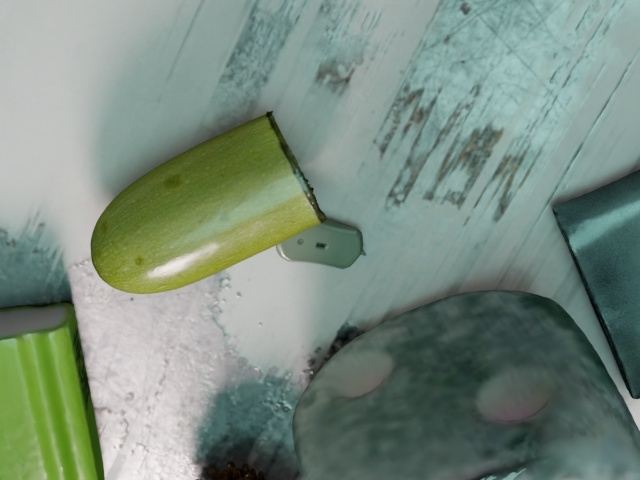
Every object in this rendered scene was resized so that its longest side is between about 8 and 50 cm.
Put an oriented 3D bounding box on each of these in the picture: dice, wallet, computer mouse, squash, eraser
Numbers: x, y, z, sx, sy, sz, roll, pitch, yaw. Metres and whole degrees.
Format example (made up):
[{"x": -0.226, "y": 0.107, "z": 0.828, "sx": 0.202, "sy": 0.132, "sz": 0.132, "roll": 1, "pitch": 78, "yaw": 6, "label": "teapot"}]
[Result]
[{"x": 0.178, "y": 0.277, "z": 1.104, "sx": 0.330, "sy": 0.348, "sz": 0.328, "roll": -24, "pitch": 116, "yaw": 5, "label": "dice"}, {"x": 0.431, "y": 0.028, "z": 1.188, "sx": 0.251, "sy": 0.054, "sz": 0.290, "roll": -27, "pitch": 115, "yaw": 6, "label": "wallet"}, {"x": 0.000, "y": 0.000, "z": 1.133, "sx": 0.110, "sy": 0.032, "sz": 0.056, "roll": 12, "pitch": 112, "yaw": -23, "label": "computer mouse"}, {"x": -0.128, "y": -0.022, "z": 1.052, "sx": 0.247, "sy": 0.132, "sz": 0.132, "roll": -27, "pitch": 114, "yaw": 4, "label": "squash"}, {"x": -0.360, "y": 0.218, "z": 1.151, "sx": 0.210, "sy": 0.092, "sz": 0.274, "roll": -9, "pitch": 112, "yaw": -4, "label": "eraser"}]

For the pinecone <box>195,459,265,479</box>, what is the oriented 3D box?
[{"x": -0.091, "y": 0.345, "z": 1.207, "sx": 0.174, "sy": 0.173, "sz": 0.173, "roll": -3, "pitch": 113, "yaw": -6, "label": "pinecone"}]
